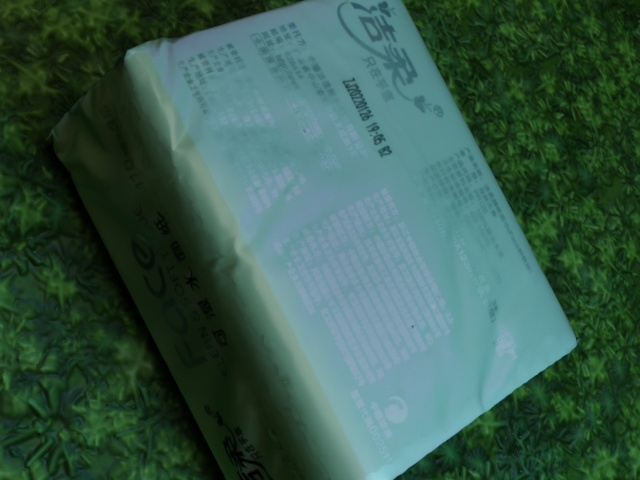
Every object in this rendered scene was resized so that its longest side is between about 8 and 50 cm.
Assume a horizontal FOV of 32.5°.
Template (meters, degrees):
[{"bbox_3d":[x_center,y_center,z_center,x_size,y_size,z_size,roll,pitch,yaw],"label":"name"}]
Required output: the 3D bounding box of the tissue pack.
[{"bbox_3d":[0.000,0.000,1.004,0.331,0.205,0.405,-27,89,-39],"label":"tissue pack"}]
